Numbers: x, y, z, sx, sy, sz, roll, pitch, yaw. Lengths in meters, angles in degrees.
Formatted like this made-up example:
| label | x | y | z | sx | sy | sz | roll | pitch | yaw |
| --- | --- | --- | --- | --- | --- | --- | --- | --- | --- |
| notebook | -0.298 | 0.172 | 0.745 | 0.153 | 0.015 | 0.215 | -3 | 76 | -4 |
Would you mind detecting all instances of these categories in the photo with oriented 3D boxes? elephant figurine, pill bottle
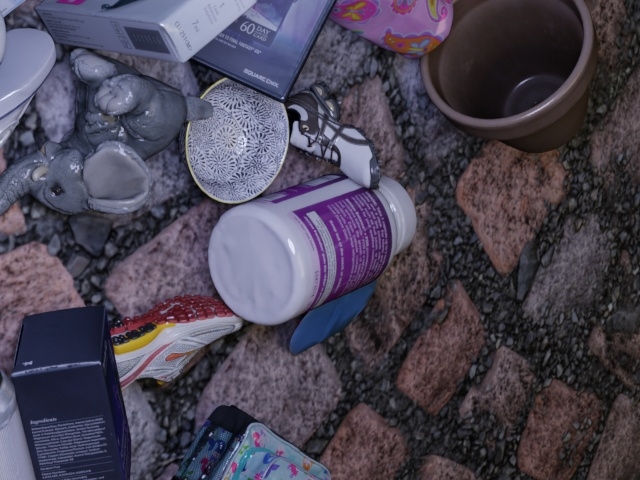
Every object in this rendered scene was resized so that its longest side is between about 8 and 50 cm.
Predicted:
| label | x | y | z | sx | sy | sz | roll | pitch | yaw |
| --- | --- | --- | --- | --- | --- | --- | --- | --- | --- |
| elephant figurine | -0.278 | -0.099 | 1.661 | 0.239 | 0.186 | 0.169 | -65 | 168 | 7 |
| pill bottle | 0.000 | 0.000 | 1.886 | 0.301 | 0.169 | 0.169 | -21 | 115 | -49 |

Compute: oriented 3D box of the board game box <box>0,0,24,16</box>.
| label | x | y | z | sx | sy | sz | roll | pitch | yaw |
| --- | --- | --- | --- | --- | --- | --- | --- | --- | --- |
| board game box | -0.354 | -0.407 | 1.412 | 0.318 | 0.318 | 0.066 | 36 | 34 | -42 |

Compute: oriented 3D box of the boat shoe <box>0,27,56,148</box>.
| label | x | y | z | sx | sy | sz | roll | pitch | yaw |
| --- | --- | --- | --- | --- | --- | --- | --- | --- | --- |
| boat shoe | -0.398 | -0.132 | 1.572 | 0.267 | 0.096 | 0.088 | -55 | 159 | -23 |

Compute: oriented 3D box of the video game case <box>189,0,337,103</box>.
| label | x | y | z | sx | sy | sz | roll | pitch | yaw |
| --- | --- | --- | --- | --- | --- | --- | --- | --- | --- |
| video game case | -0.073 | -0.336 | 1.753 | 0.274 | 0.196 | 0.026 | -64 | 173 | -8 |

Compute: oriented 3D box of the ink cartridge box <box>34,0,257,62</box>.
| label | x | y | z | sx | sy | sz | roll | pitch | yaw |
| --- | --- | --- | --- | --- | --- | --- | --- | --- | --- |
| ink cartridge box | -0.168 | -0.306 | 1.599 | 0.239 | 0.275 | 0.060 | -44 | 126 | -25 |

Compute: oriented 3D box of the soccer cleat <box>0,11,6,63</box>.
| label | x | y | z | sx | sy | sz | roll | pitch | yaw |
| --- | --- | --- | --- | --- | --- | --- | --- | --- | --- |
| soccer cleat | -0.485 | -0.194 | 1.438 | 0.331 | 0.116 | 0.143 | -31 | 145 | -33 |

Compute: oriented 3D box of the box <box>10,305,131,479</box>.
| label | x | y | z | sx | sy | sz | roll | pitch | yaw |
| --- | --- | --- | --- | --- | --- | --- | --- | --- | --- |
| box | -0.302 | 0.207 | 1.675 | 0.108 | 0.153 | 0.207 | -8 | 115 | -3 |

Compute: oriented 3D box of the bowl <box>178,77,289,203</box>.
| label | x | y | z | sx | sy | sz | roll | pitch | yaw |
| --- | --- | --- | --- | --- | --- | --- | --- | --- | --- |
| bowl | -0.130 | -0.139 | 1.808 | 0.170 | 0.080 | 0.170 | -12 | 109 | -38 |

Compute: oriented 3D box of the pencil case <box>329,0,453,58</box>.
| label | x | y | z | sx | sy | sz | roll | pitch | yaw |
| --- | --- | --- | --- | --- | --- | --- | --- | --- | --- |
| pencil case | 0.058 | -0.349 | 1.897 | 0.284 | 0.124 | 0.124 | 18 | 89 | -42 |

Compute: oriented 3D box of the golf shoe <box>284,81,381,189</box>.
| label | x | y | z | sx | sy | sz | roll | pitch | yaw |
| --- | --- | --- | --- | --- | --- | --- | --- | --- | --- |
| golf shoe | 0.009 | -0.130 | 1.875 | 0.094 | 0.198 | 0.077 | -21 | 141 | -23 |

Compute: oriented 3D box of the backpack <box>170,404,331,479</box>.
| label | x | y | z | sx | sy | sz | roll | pitch | yaw |
| --- | --- | --- | --- | --- | --- | --- | --- | --- | --- |
| backpack | -0.109 | 0.389 | 1.906 | 0.225 | 0.191 | 0.253 | 42 | 79 | -41 |

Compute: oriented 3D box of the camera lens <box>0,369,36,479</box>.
| label | x | y | z | sx | sy | sz | roll | pitch | yaw |
| --- | --- | --- | --- | --- | --- | --- | --- | --- | --- |
| camera lens | -0.436 | 0.284 | 1.556 | 0.219 | 0.219 | 0.274 | -24 | 116 | -35 |

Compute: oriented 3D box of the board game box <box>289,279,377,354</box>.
| label | x | y | z | sx | sy | sz | roll | pitch | yaw |
| --- | --- | --- | --- | --- | --- | --- | --- | --- | --- |
| board game box | 0.009 | 0.099 | 2.008 | 0.168 | 0.033 | 0.133 | -25 | 152 | -38 |

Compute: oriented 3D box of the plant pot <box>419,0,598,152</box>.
| label | x | y | z | sx | sy | sz | roll | pitch | yaw |
| --- | --- | --- | --- | --- | --- | --- | --- | --- | --- |
| plant pot | 0.310 | -0.247 | 2.082 | 0.263 | 0.263 | 0.229 | -64 | 150 | -8 |

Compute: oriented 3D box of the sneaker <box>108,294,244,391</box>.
| label | x | y | z | sx | sy | sz | roll | pitch | yaw |
| --- | --- | --- | --- | --- | --- | --- | --- | --- | --- |
| sneaker | -0.205 | 0.137 | 1.822 | 0.225 | 0.088 | 0.093 | -18 | 117 | -27 |
